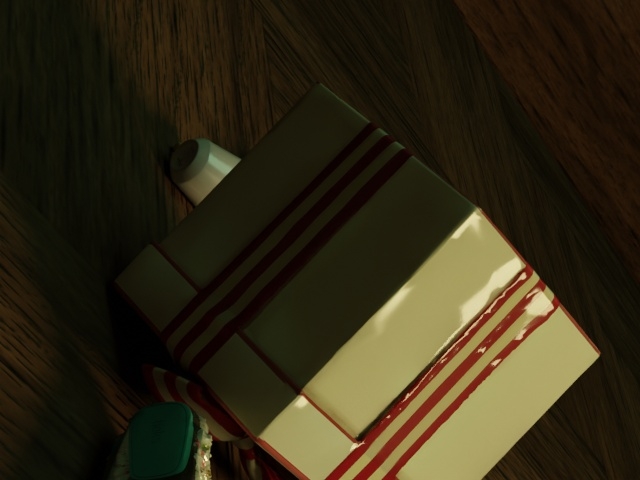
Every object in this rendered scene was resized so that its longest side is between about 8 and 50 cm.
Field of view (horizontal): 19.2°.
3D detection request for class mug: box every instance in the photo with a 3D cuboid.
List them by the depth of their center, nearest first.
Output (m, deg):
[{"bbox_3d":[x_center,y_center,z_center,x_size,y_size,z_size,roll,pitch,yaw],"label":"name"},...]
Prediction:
[{"bbox_3d":[-0.105,-0.058,1.677,0.064,0.078,0.062,39,60,-38],"label":"mug"}]

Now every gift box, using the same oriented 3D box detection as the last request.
[{"bbox_3d":[0.013,0.069,1.446,0.255,0.258,0.276,46,-4,-39],"label":"gift box"}]

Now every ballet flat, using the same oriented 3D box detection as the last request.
[{"bbox_3d":[-0.109,0.187,1.217,0.241,0.091,0.077,-67,151,-65],"label":"ballet flat"}]
